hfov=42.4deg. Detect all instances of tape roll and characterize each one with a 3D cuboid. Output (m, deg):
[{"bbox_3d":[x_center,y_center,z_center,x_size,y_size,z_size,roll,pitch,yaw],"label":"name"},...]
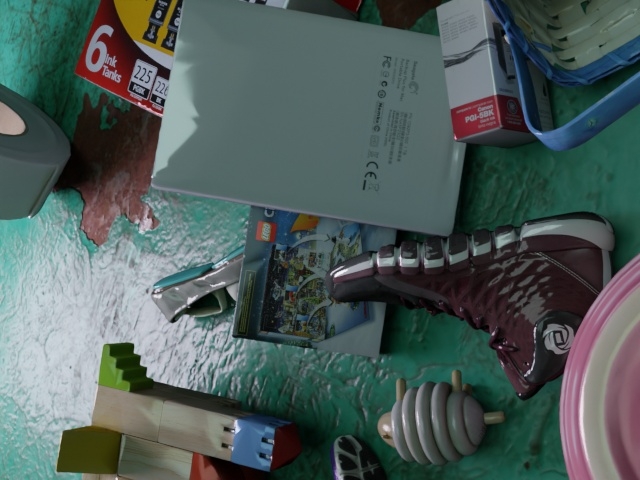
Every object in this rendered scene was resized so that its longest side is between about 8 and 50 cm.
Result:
[{"bbox_3d":[-0.505,-0.150,1.169,0.286,0.286,0.100,44,108,30],"label":"tape roll"}]

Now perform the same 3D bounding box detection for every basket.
[{"bbox_3d":[0.259,-0.233,0.672,0.255,0.201,0.289,-32,36,29],"label":"basket"}]

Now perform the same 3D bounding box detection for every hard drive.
[{"bbox_3d":[-0.002,-0.127,0.849,0.307,0.040,0.203,10,87,-2],"label":"hard drive"}]

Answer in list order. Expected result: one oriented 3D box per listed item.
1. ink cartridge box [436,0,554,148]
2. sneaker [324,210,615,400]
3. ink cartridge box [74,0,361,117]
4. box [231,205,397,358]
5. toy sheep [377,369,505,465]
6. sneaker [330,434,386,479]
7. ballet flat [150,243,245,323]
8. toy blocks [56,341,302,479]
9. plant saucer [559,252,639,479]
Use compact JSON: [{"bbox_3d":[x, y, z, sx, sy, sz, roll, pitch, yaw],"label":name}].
[{"bbox_3d":[0.170,-0.164,0.799,0.056,0.099,0.135,-13,82,44],"label":"ink cartridge box"},{"bbox_3d":[0.143,0.074,0.781,0.281,0.106,0.162,-11,84,22],"label":"sneaker"},{"bbox_3d":[-0.123,-0.271,1.008,0.309,0.130,0.272,28,99,34],"label":"ink cartridge box"},{"bbox_3d":[0.000,0.000,0.892,0.159,0.044,0.233,9,89,0],"label":"box"},{"bbox_3d":[0.117,0.179,0.816,0.132,0.091,0.091,-16,75,27],"label":"toy sheep"},{"bbox_3d":[0.031,0.294,0.874,0.071,0.068,0.170,-21,74,38],"label":"sneaker"},{"bbox_3d":[-0.119,0.050,1.017,0.213,0.072,0.068,-23,99,32],"label":"ballet flat"},{"bbox_3d":[-0.146,0.328,0.946,0.261,0.191,0.381,8,89,24],"label":"toy blocks"},{"bbox_3d":[0.320,0.129,0.588,0.332,0.084,0.332,-13,69,38],"label":"plant saucer"}]
